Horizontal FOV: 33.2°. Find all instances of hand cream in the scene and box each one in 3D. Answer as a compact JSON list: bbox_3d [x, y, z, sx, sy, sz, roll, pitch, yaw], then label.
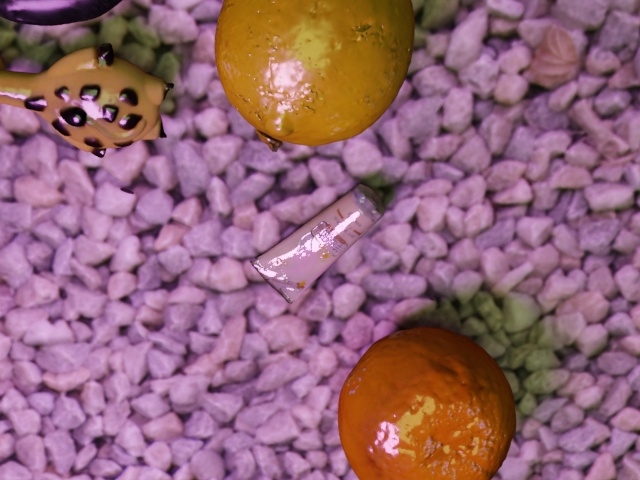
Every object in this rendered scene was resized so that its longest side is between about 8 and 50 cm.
[{"bbox_3d":[0.000,0.000,1.051,0.143,0.039,0.061,-41,106,17],"label":"hand cream"}]

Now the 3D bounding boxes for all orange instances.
[{"bbox_3d":[0.102,0.172,1.044,0.178,0.155,0.177,-2,115,-5],"label":"orange"}]

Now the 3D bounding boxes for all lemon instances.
[{"bbox_3d":[-0.003,-0.177,0.921,0.174,0.173,0.206,15,86,-5],"label":"lemon"}]

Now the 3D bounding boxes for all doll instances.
[{"bbox_3d":[-0.281,-0.142,0.976,0.291,0.086,0.117,10,120,-6],"label":"doll"}]

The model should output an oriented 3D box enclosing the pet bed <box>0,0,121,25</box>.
[{"bbox_3d":[-0.235,-0.287,0.945,0.201,0.053,0.201,0,109,1],"label":"pet bed"}]
